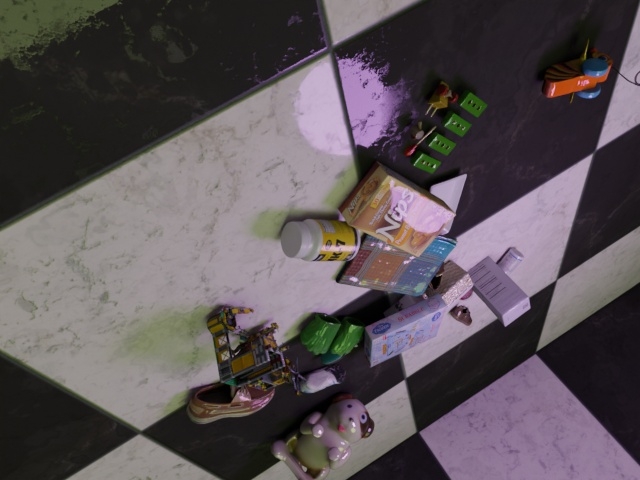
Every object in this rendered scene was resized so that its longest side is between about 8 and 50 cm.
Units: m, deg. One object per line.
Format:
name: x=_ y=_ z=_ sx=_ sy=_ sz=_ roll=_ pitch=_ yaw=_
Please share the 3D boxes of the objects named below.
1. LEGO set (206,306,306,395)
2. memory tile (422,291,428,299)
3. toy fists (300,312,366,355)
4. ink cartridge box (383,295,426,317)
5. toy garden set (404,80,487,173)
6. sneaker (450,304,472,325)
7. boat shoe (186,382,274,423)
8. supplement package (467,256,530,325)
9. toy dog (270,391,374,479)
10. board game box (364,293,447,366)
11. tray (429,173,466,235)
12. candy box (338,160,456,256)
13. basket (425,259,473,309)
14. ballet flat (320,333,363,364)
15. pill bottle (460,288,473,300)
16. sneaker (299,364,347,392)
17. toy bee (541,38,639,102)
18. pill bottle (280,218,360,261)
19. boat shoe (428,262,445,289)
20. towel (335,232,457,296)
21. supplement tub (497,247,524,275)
LEGO set: x=-0.169 y=0.317 z=1.566 sx=0.192 sy=0.255 sz=0.331 roll=-27 pitch=139 yaw=15
memory tile: x=0.419 y=0.240 z=2.159 sx=0.148 sy=0.012 sz=0.113 roll=-29 pitch=143 yaw=-10
toy fists: x=0.040 y=0.344 z=1.898 sx=0.279 sy=0.096 sz=0.142 roll=16 pitch=105 yaw=-47
ink cartridge box: x=0.353 y=0.265 z=2.067 sx=0.104 sy=0.061 sz=0.181 roll=16 pitch=129 yaw=-46
toy garden set: x=0.321 y=-0.316 z=1.442 sx=0.204 sy=0.049 sz=0.244 roll=11 pitch=124 yaw=-47
sneaker: x=0.680 y=0.350 z=2.447 sx=0.071 sy=0.066 sz=0.188 roll=-49 pitch=142 yaw=15
boat shoe: x=-0.300 y=0.543 z=1.822 sx=0.324 sy=0.123 sz=0.116 roll=-10 pitch=134 yaw=-34
supplement package: x=0.743 y=0.213 z=2.196 sx=0.134 sy=0.244 sz=0.139 roll=-37 pitch=145 yaw=2
toy dog: x=0.054 y=0.894 z=2.367 sx=0.408 sy=0.284 sz=0.395 roll=-45 pitch=156 yaw=12
board game box: x=0.326 y=0.361 z=2.058 sx=0.318 sy=0.066 sz=0.318 roll=-22 pitch=150 yaw=-10
tray: x=0.395 y=-0.106 z=1.744 sx=0.145 sy=0.030 sz=0.270 roll=-21 pitch=141 yaw=-21
candy box: x=0.231 y=-0.084 z=1.541 sx=0.316 sy=0.087 sz=0.183 roll=22 pitch=115 yaw=-37
basket: x=0.504 y=0.174 z=2.063 sx=0.167 sy=0.113 sz=0.103 roll=-40 pitch=138 yaw=-8
ballet flat: x=0.091 y=0.421 z=2.046 sx=0.203 sy=0.074 sz=0.074 roll=-43 pitch=143 yaw=5
pill bottle: x=0.592 y=0.202 z=2.196 sx=0.086 sy=0.086 sz=0.152 roll=-41 pitch=143 yaw=6
sneaker: x=0.010 y=0.567 z=2.142 sx=0.237 sy=0.085 sz=0.086 roll=-3 pitch=159 yaw=-42
toy bee: x=0.801 y=-0.502 z=1.566 sx=0.298 sy=0.162 sz=0.195 roll=8 pitch=139 yaw=-13
pill bottle: x=0.000 y=0.000 z=1.466 sx=0.208 sy=0.119 sz=0.119 roll=1 pitch=130 yaw=-39
boat shoe: x=0.428 y=0.088 z=1.929 sx=0.095 sy=0.095 sz=0.257 roll=-25 pitch=142 yaw=-15
towel: x=0.264 y=0.073 z=1.770 sx=0.370 sy=0.040 sz=0.271 roll=10 pitch=123 yaw=-31
supplement tub: x=0.830 y=0.093 z=2.282 sx=0.071 sy=0.071 sz=0.107 roll=3 pitch=129 yaw=-41
